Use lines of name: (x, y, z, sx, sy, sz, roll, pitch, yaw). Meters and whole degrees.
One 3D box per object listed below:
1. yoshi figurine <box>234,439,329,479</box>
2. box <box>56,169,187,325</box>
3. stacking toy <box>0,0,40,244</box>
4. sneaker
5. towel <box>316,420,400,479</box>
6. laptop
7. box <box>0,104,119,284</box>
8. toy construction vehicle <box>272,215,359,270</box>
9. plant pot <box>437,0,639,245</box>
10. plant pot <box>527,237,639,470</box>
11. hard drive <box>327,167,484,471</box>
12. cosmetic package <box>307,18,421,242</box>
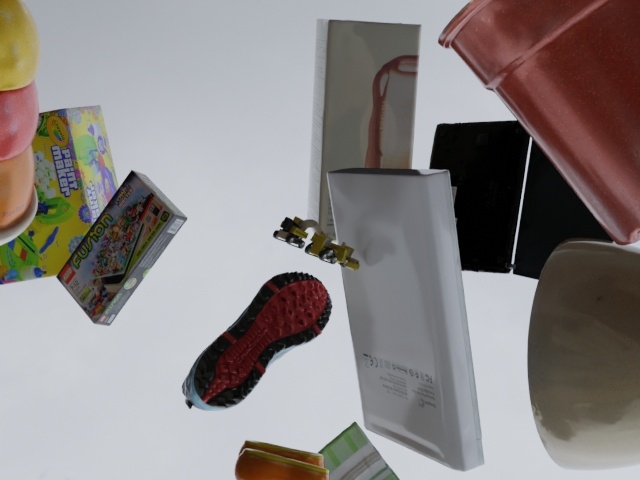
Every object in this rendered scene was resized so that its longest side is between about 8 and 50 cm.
yoshi figurine: (-0.105, 0.404, 1.112, 0.203, 0.203, 0.362, 4, -99, 47)
box: (-0.296, 0.012, 1.503, 0.114, 0.036, 0.207, 43, -78, 29)
stacking toy: (-0.501, -0.254, 1.416, 0.480, 0.350, 0.351, -60, -158, 25)
sneaker: (-0.097, 0.136, 1.400, 0.262, 0.104, 0.125, -38, -177, -33)
towel: (0.050, 0.324, 1.297, 0.113, 0.152, 0.023, -37, -177, -24)
laptop: (0.299, -0.052, 1.535, 0.264, 0.136, 0.234, 2, -103, 39)
box: (-0.534, -0.082, 1.881, 0.279, 0.290, 0.177, -9, -172, 10)
toy construction vehicle: (0.000, 0.000, 1.095, 0.085, 0.098, 0.035, 24, -88, 33)
plant pot: (0.296, -0.156, 0.959, 0.272, 0.265, 0.272, -32, 178, -2)
plant pot: (0.391, 0.136, 1.197, 0.190, 0.284, 0.284, -2, -141, 36)
hard drive: (0.089, 0.076, 1.103, 0.040, 0.308, 0.203, -13, -170, -27)
cosmetic package: (0.056, -0.155, 1.406, 0.129, 0.296, 0.153, 1, -166, -6)
